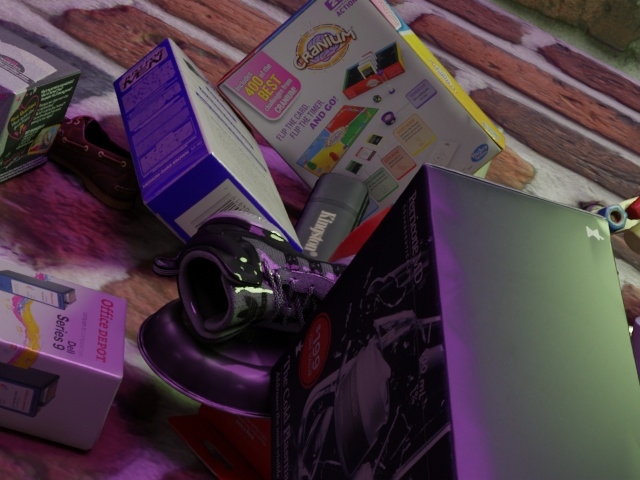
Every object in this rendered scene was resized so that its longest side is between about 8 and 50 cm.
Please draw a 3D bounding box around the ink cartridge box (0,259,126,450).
[{"bbox_3d":[-0.294,0.094,1.338,0.212,0.093,0.154,21,23,-14],"label":"ink cartridge box"}]

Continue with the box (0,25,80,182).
[{"bbox_3d":[-0.447,-0.192,1.728,0.247,0.142,0.163,29,23,10],"label":"box"}]

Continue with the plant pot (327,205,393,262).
[{"bbox_3d":[0.118,0.076,1.663,0.191,0.191,0.174,2,35,-42],"label":"plant pot"}]

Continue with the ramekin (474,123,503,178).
[{"bbox_3d":[0.121,-0.129,2.096,0.273,0.127,0.273,11,9,-2],"label":"ramekin"}]

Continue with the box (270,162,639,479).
[{"bbox_3d":[0.098,0.175,1.150,0.179,0.312,0.343,16,46,-20],"label":"box"}]

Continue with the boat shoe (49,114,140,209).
[{"bbox_3d":[-0.295,-0.121,1.818,0.207,0.073,0.073,35,29,26],"label":"boat shoe"}]

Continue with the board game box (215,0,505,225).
[{"bbox_3d":[0.055,-0.172,1.921,0.316,0.242,0.064,48,20,-10],"label":"board game box"}]

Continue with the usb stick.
[{"bbox_3d":[0.000,0.000,1.813,0.077,0.045,0.278,23,37,1],"label":"usb stick"}]

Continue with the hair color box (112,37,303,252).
[{"bbox_3d":[-0.147,-0.097,1.783,0.185,0.110,0.339,48,11,-32],"label":"hair color box"}]

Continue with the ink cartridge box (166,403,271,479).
[{"bbox_3d":[-0.024,0.177,1.444,0.231,0.078,0.134,-3,35,-47],"label":"ink cartridge box"}]

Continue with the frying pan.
[{"bbox_3d":[-0.028,0.136,1.373,0.326,0.053,0.197,29,25,23],"label":"frying pan"}]

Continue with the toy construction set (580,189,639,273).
[{"bbox_3d":[0.512,-0.021,2.041,0.237,0.309,0.257,-39,66,-19],"label":"toy construction set"}]

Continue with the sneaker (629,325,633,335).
[{"bbox_3d":[0.431,0.156,1.964,0.186,0.069,0.084,13,34,-11],"label":"sneaker"}]

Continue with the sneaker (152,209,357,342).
[{"bbox_3d":[-0.029,0.061,1.353,0.269,0.101,0.153,23,23,19],"label":"sneaker"}]

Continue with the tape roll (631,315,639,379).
[{"bbox_3d":[0.528,0.170,1.822,0.275,0.090,0.275,11,8,-1],"label":"tape roll"}]
